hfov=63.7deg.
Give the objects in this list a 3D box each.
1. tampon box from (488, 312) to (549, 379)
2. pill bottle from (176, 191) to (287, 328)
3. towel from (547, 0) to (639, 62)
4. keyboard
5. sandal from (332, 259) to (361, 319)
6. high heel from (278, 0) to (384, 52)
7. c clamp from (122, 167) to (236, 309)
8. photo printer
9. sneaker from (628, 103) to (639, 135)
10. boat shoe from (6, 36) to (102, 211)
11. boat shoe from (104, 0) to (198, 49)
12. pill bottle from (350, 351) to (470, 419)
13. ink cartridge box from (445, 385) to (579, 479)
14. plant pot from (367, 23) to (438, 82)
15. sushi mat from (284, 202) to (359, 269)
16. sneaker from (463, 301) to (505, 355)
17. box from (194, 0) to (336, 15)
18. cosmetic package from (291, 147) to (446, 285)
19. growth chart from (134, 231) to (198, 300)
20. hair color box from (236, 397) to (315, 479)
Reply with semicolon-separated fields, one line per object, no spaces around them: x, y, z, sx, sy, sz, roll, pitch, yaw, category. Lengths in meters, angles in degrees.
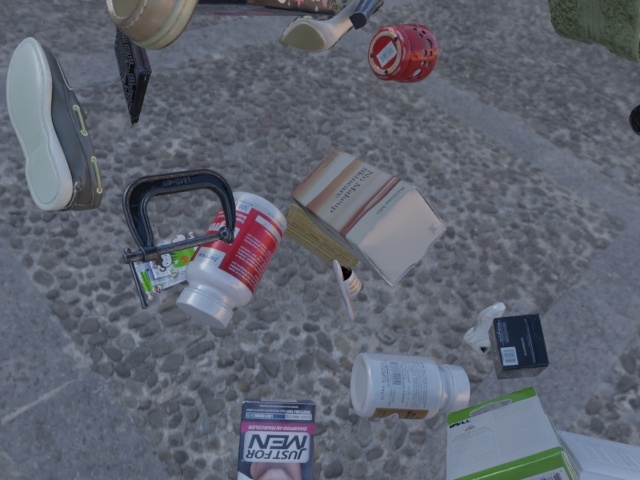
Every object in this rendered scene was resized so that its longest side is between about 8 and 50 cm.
0.458;0.251;1.207;0.101;0.161;0.121;-7;66;10;tampon box
-0.287;0.064;1.658;0.228;0.229;0.408;22;65;7;pill bottle
0.218;-0.213;0.404;0.027;0.148;0.110;-38;44;-2;towel
-0.374;-0.388;1.020;0.033;0.202;0.317;5;38;-33;keyboard
0.104;0.162;1.786;0.076;0.265;0.102;-18;38;0;sandal
0.032;-0.552;1.266;0.261;0.093;0.186;-2;45;33;high heel
-0.159;-0.014;0.593;0.160;0.022;0.137;-23;93;-40;c clamp
0.750;0.583;1.268;0.307;0.107;0.256;9;4;7;photo printer
0.880;-0.363;1.290;0.106;0.267;0.101;-20;75;0;sneaker
-0.441;-0.190;0.859;0.091;0.109;0.305;3;66;-60;boat shoe
-0.142;-0.296;0.363;0.109;0.303;0.098;7;8;37;boat shoe
0.189;0.311;1.094;0.229;0.131;0.131;7;47;-12;pill bottle
0.321;0.368;0.892;0.097;0.188;0.255;64;16;-1;ink cartridge box
0.263;-0.619;1.700;0.174;0.191;0.191;-14;51;-42;plant pot
0.000;0.000;1.853;0.316;0.151;0.019;34;41;-7;sushi mat
0.600;0.314;1.806;0.090;0.232;0.115;-14;48;-32;sneaker
-0.111;-0.341;0.580;0.247;0.164;0.142;21;28;38;box
0.081;-0.058;1.008;0.153;0.129;0.296;-46;35;-4;cosmetic package
-0.497;0.076;1.710;0.237;0.021;0.172;-28;74;-26;growth chart
-0.105;0.545;1.177;0.173;0.105;0.348;3;77;-6;hair color box
